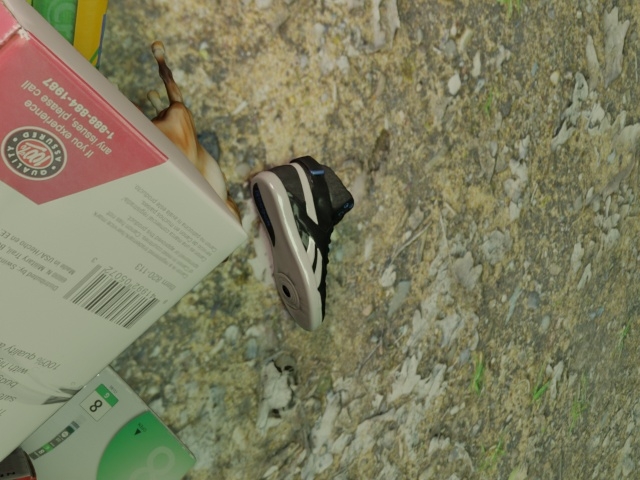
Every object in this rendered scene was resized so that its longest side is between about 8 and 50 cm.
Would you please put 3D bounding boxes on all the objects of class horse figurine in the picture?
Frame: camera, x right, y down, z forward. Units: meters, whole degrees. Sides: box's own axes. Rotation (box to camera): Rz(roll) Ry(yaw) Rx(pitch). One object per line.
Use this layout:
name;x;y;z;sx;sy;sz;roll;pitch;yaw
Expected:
horse figurine;-0.128;-0.064;0.591;0.066;0.174;0.263;-19;133;-2

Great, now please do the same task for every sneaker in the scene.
sneaker;0.000;0.000;0.773;0.121;0.079;0.216;-27;115;-30

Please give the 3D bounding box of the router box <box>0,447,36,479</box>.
router box;-0.400;0.350;0.470;0.336;0.082;0.301;-2;92;-32

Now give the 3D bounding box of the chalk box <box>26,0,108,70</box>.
chalk box;-0.245;-0.203;0.379;0.180;0.179;0.289;-12;142;-37

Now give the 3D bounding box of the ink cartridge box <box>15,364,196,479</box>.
ink cartridge box;-0.266;0.254;0.634;0.224;0.056;0.181;-46;124;-24

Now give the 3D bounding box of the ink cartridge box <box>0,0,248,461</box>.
ink cartridge box;-0.220;0.015;0.374;0.283;0.117;0.207;-42;143;0
